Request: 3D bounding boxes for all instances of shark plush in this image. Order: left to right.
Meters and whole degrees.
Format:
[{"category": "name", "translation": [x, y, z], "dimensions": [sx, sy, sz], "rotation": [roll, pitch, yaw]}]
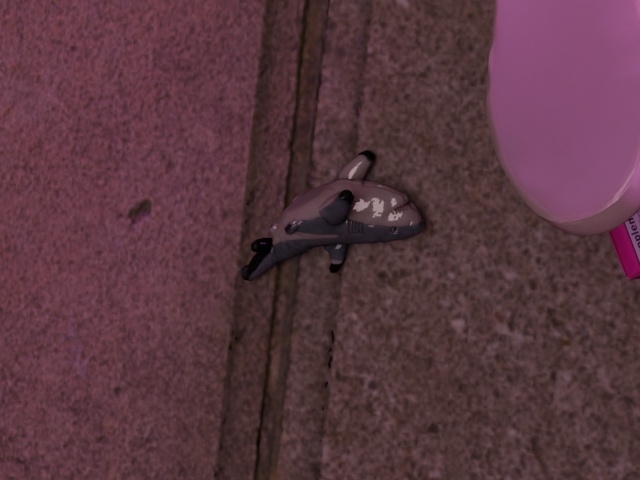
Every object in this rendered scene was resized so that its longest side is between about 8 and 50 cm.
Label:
[{"category": "shark plush", "translation": [0.000, 0.000, 1.525], "dimensions": [0.161, 0.073, 0.067], "rotation": [-32, 108, 19]}]

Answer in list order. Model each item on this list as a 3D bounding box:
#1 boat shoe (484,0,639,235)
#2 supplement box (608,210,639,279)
[{"category": "boat shoe", "translation": [0.189, -0.135, 1.309], "dimensions": [0.127, 0.158, 0.340], "rotation": [-22, 56, 28]}, {"category": "supplement box", "translation": [0.303, -0.062, 1.336], "dimensions": [0.220, 0.111, 0.114], "rotation": [-21, 83, 26]}]
